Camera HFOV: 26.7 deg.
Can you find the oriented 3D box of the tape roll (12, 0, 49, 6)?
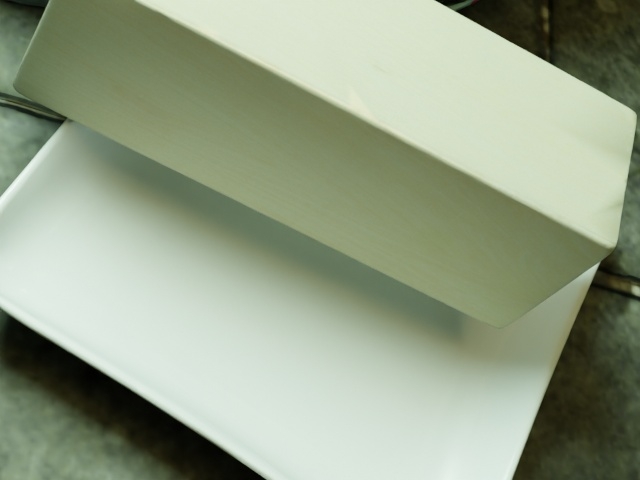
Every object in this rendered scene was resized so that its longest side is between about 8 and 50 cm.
[{"bbox_3d":[-0.147,-0.234,0.716,0.219,0.072,0.219,12,61,-22],"label":"tape roll"}]

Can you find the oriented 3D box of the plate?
[{"bbox_3d":[0.000,0.000,0.686,0.277,0.045,0.278,35,54,-8],"label":"plate"}]

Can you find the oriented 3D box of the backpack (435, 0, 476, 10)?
[{"bbox_3d":[0.098,-0.259,0.766,0.191,0.225,0.253,39,56,23],"label":"backpack"}]

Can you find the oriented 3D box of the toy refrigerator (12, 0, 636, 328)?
[{"bbox_3d":[0.006,-0.069,0.634,0.269,0.102,0.094,26,56,-13],"label":"toy refrigerator"}]
